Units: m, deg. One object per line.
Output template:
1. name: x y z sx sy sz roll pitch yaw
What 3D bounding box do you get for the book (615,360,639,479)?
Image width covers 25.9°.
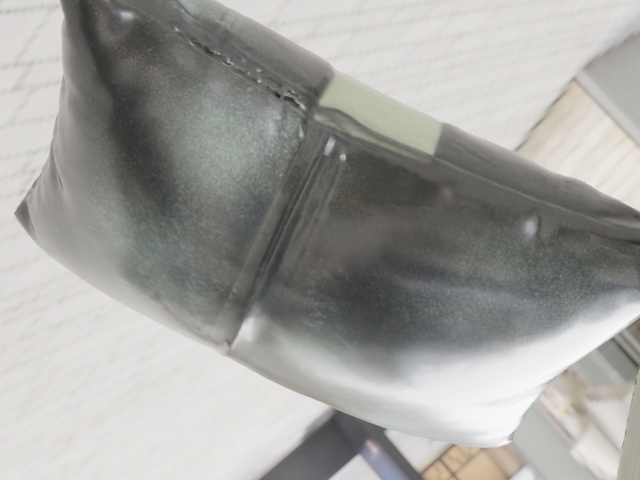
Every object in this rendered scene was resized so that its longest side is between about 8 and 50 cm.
1. book: 0.119 0.129 0.357 0.018 0.170 0.242 -14 135 -13

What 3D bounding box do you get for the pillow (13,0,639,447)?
1. pillow: 0.000 0.000 0.549 0.186 0.250 0.106 118 -3 -57
